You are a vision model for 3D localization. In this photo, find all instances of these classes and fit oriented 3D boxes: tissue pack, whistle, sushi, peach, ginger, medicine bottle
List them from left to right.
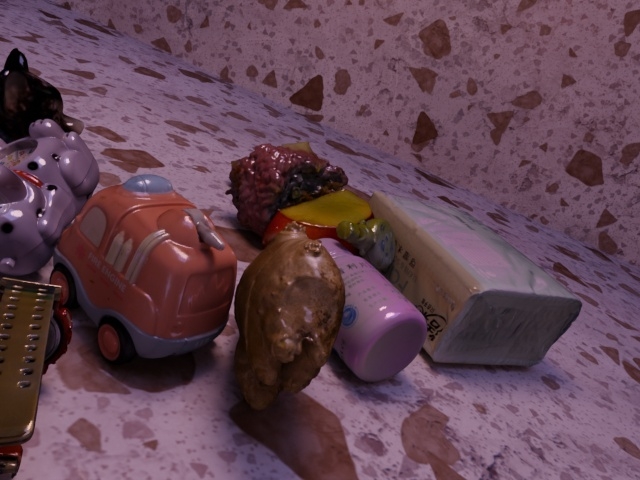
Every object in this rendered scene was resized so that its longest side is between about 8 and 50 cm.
[{"bbox_3d":[-0.044,0.108,0.778,0.166,0.236,0.375,-9,-8,1],"label":"ginger"},{"bbox_3d":[-0.070,-0.116,1.251,0.171,0.236,0.270,25,16,40],"label":"sushi"},{"bbox_3d":[0.006,0.001,1.135,0.154,0.158,0.267,24,29,34],"label":"peach"},{"bbox_3d":[0.055,0.112,0.949,0.152,0.152,0.254,5,28,-40],"label":"medicine bottle"},{"bbox_3d":[0.088,0.000,1.059,0.057,0.104,0.198,-5,-12,33],"label":"whistle"},{"bbox_3d":[0.295,0.078,1.201,0.332,0.205,0.405,10,24,-31],"label":"tissue pack"}]

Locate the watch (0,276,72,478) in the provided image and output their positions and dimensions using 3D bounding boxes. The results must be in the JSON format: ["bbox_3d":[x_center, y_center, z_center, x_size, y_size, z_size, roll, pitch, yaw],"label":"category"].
[{"bbox_3d":[-0.291,0.137,0.504,0.102,0.165,0.268,12,22,-26],"label":"watch"}]

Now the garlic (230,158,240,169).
[{"bbox_3d":[-0.090,-0.147,1.439,0.318,0.143,0.112,20,64,0],"label":"garlic"}]

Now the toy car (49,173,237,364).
[{"bbox_3d":[-0.237,0.025,0.761,0.270,0.212,0.180,35,24,27],"label":"toy car"}]

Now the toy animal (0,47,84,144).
[{"bbox_3d":[-0.580,-0.239,0.907,0.344,0.302,0.194,11,28,-27],"label":"toy animal"}]

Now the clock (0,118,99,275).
[{"bbox_3d":[-0.449,-0.050,0.811,0.189,0.189,0.254,16,30,-19],"label":"clock"}]
